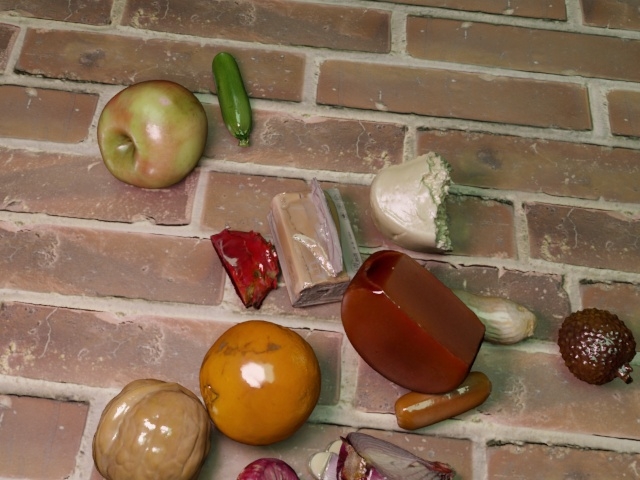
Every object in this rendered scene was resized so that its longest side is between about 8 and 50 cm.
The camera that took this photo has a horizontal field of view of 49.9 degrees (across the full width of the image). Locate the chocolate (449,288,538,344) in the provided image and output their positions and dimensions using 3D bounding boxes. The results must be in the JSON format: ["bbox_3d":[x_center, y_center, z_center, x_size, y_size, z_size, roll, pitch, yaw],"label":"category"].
[{"bbox_3d":[0.446,0.214,1.918,0.309,0.134,0.134,9,63,4],"label":"chocolate"}]

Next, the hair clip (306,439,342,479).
[{"bbox_3d":[0.036,0.604,1.711,0.159,0.071,0.218,27,49,-9],"label":"hair clip"}]

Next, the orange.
[{"bbox_3d":[-0.147,0.349,1.710,0.312,0.312,0.312,2,63,-3],"label":"orange"}]

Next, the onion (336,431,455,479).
[{"bbox_3d":[0.185,0.604,1.664,0.267,0.348,0.159,38,103,55],"label":"onion"}]

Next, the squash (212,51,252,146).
[{"bbox_3d":[-0.284,-0.464,2.230,0.101,0.101,0.379,-10,65,-9],"label":"squash"}]

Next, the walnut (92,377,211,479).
[{"bbox_3d":[-0.397,0.471,1.652,0.296,0.285,0.285,16,55,47],"label":"walnut"}]

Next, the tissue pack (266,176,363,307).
[{"bbox_3d":[0.000,0.000,1.927,0.238,0.238,0.306,-12,65,-10],"label":"tissue pack"}]

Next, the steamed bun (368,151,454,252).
[{"bbox_3d":[0.279,-0.079,1.974,0.273,0.290,0.272,-15,70,8],"label":"steamed bun"}]

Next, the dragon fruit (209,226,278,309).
[{"bbox_3d":[-0.212,0.060,1.950,0.163,0.189,0.262,-34,71,14],"label":"dragon fruit"}]

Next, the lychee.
[{"bbox_3d":[0.753,0.294,1.862,0.200,0.200,0.238,-26,52,-16],"label":"lychee"}]

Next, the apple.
[{"bbox_3d":[-0.485,-0.318,2.033,0.319,0.319,0.277,33,37,12],"label":"apple"}]

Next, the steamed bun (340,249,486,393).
[{"bbox_3d":[0.221,0.223,1.790,0.379,0.248,0.235,40,42,-1],"label":"steamed bun"}]

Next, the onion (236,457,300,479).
[{"bbox_3d":[-0.138,0.638,1.645,0.230,0.163,0.230,19,61,-40],"label":"onion"}]

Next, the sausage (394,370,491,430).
[{"bbox_3d":[0.323,0.421,1.812,0.274,0.105,0.105,-17,65,-12],"label":"sausage"}]
